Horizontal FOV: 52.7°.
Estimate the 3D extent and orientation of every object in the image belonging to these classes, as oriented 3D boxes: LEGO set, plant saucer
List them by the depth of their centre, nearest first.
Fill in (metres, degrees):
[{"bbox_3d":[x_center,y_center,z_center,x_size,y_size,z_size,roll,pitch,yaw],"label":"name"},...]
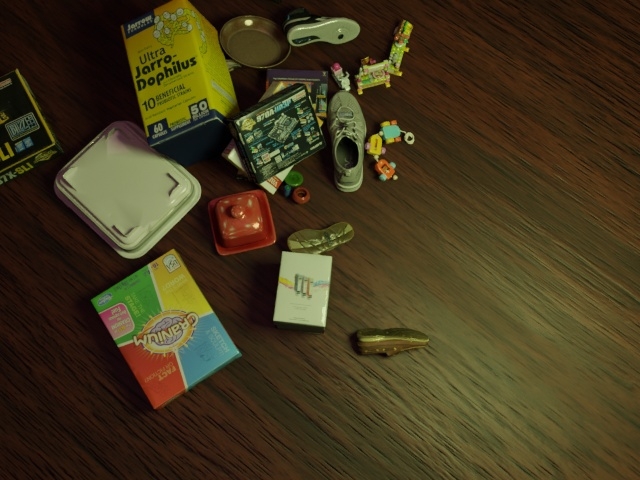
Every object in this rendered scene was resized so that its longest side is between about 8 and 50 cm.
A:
[{"bbox_3d":[0.172,-0.509,1.780,0.287,0.107,0.132,-37,78,-10],"label":"LEGO set"},{"bbox_3d":[-0.183,-0.545,1.803,0.198,0.036,0.198,7,58,-12],"label":"plant saucer"}]

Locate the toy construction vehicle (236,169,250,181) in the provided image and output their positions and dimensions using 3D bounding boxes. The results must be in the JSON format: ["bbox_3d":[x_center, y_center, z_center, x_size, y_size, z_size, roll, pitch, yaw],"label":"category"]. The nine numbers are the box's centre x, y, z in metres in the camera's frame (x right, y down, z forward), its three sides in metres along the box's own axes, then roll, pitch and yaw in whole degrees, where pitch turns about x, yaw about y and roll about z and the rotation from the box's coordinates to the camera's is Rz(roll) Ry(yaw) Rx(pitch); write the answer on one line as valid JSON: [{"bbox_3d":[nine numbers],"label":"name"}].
[{"bbox_3d":[-0.170,-0.199,1.730,0.098,0.035,0.086,12,75,3],"label":"toy construction vehicle"}]

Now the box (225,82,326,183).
[{"bbox_3d":[-0.106,-0.268,1.617,0.220,0.051,0.175,-33,121,-22],"label":"box"}]

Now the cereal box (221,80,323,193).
[{"bbox_3d":[-0.121,-0.264,1.671,0.047,0.173,0.240,24,79,53],"label":"cereal box"}]

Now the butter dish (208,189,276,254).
[{"bbox_3d":[-0.206,-0.059,1.649,0.160,0.118,0.160,-13,75,-3],"label":"butter dish"}]

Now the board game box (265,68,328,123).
[{"bbox_3d":[-0.066,-0.397,1.779,0.170,0.048,0.141,1,76,0],"label":"board game box"}]

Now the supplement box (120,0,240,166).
[{"bbox_3d":[-0.353,-0.406,1.682,0.194,0.195,0.356,-21,75,13],"label":"supplement box"}]

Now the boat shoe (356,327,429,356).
[{"bbox_3d":[0.178,0.253,1.599,0.178,0.064,0.060,0,105,1],"label":"boat shoe"}]

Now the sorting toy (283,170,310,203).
[{"bbox_3d":[-0.069,-0.133,1.715,0.061,0.042,0.102,-15,62,-20],"label":"sorting toy"}]

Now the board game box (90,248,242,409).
[{"bbox_3d":[-0.380,0.216,1.599,0.242,0.064,0.316,-33,77,-9],"label":"board game box"}]

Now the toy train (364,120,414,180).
[{"bbox_3d":[0.177,-0.242,1.742,0.125,0.046,0.166,40,66,-16],"label":"toy train"}]

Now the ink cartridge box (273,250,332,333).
[{"bbox_3d":[-0.041,0.128,1.592,0.127,0.128,0.176,7,74,2],"label":"ink cartridge box"}]

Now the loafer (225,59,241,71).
[{"bbox_3d":[-0.281,-0.482,1.809,0.125,0.045,0.039,-1,91,6],"label":"loafer"}]

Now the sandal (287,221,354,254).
[{"bbox_3d":[0.000,0.000,1.674,0.180,0.049,0.072,-16,80,-20],"label":"sandal"}]

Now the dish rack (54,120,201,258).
[{"bbox_3d":[-0.514,-0.148,1.699,0.333,0.072,0.285,41,78,9],"label":"dish rack"}]

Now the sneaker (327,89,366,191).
[{"bbox_3d":[0.077,-0.276,1.711,0.105,0.115,0.281,-6,75,-2],"label":"sneaker"}]

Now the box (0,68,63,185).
[{"bbox_3d":[-0.893,-0.273,1.728,0.322,0.079,0.257,-29,78,-8],"label":"box"}]

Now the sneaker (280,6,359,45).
[{"bbox_3d":[-0.005,-0.618,1.827,0.217,0.079,0.121,-10,53,-19],"label":"sneaker"}]

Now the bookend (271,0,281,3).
[{"bbox_3d":[-0.094,-0.753,1.865,0.156,0.072,0.157,23,76,6],"label":"bookend"}]
